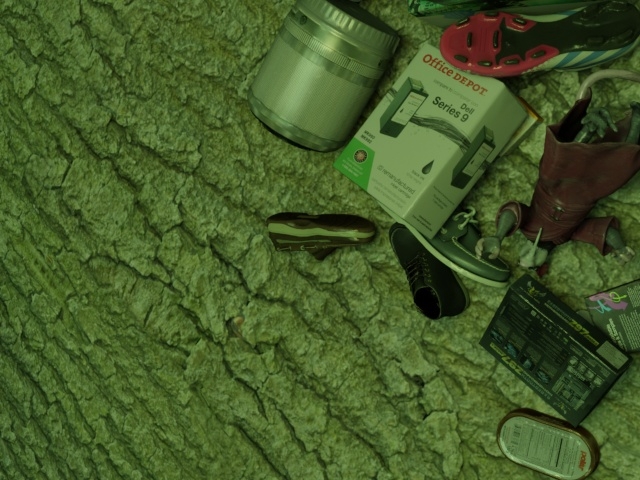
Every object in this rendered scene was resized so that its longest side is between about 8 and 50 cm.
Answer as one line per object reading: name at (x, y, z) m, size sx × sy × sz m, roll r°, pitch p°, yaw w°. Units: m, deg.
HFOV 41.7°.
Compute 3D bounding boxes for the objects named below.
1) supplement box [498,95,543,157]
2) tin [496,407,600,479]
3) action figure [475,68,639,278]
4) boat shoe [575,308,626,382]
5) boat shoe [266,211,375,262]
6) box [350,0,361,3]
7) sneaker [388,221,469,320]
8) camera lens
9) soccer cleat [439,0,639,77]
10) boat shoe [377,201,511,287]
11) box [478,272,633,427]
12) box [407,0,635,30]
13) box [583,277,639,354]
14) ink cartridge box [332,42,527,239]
supplement box at (0.350, -0.208, 1.541) m, size 0.098 × 0.036 × 0.062 m, roll -47°, pitch 70°, yaw 25°
tin at (0.417, 0.379, 1.552) m, size 0.190 × 0.040 × 0.106 m, roll 14°, pitch 106°, yaw 30°
action figure at (0.405, -0.087, 1.432) m, size 0.248 × 0.275 × 0.370 m, roll 14°, pitch 136°, yaw -5°
boat shoe at (0.492, 0.184, 1.484) m, size 0.049 × 0.040 × 0.142 m, roll -30°, pitch 81°, yaw 6°
boat shoe at (0.005, -0.002, 1.755) m, size 0.257 × 0.095 × 0.095 m, roll 7°, pitch 112°, yaw 38°
box at (0.028, -0.533, 1.605) m, size 0.072 × 0.126 × 0.137 m, roll -43°, pitch 72°, yaw 27°
sneaker at (0.193, 0.052, 1.614) m, size 0.083 × 0.118 × 0.222 m, roll -46°, pitch 71°, yaw 27°
camera lens at (0.000, -0.327, 1.643) m, size 0.219 × 0.219 × 0.274 m, roll 40°, pitch 114°, yaw 23°
soccer cleat at (0.372, -0.323, 1.420) m, size 0.331 × 0.143 × 0.116 m, roll -3°, pitch 79°, yaw 14°
boat shoe at (0.240, -0.032, 1.581) m, size 0.319 × 0.116 × 0.099 m, roll 42°, pitch 115°, yaw 29°
box at (0.407, 0.194, 1.482) m, size 0.233 × 0.059 × 0.183 m, roll 42°, pitch 143°, yaw 23°
box at (0.340, -0.414, 1.415) m, size 0.322 × 0.232 × 0.058 m, roll -5°, pitch 90°, yaw 33°
box at (0.546, 0.125, 1.431) m, size 0.162 × 0.029 × 0.116 m, roll -21°, pitch 82°, yaw 16°
ink cartridge box at (0.195, -0.184, 1.521) m, size 0.289 × 0.121 × 0.211 m, roll -53°, pitch 51°, yaw 4°
